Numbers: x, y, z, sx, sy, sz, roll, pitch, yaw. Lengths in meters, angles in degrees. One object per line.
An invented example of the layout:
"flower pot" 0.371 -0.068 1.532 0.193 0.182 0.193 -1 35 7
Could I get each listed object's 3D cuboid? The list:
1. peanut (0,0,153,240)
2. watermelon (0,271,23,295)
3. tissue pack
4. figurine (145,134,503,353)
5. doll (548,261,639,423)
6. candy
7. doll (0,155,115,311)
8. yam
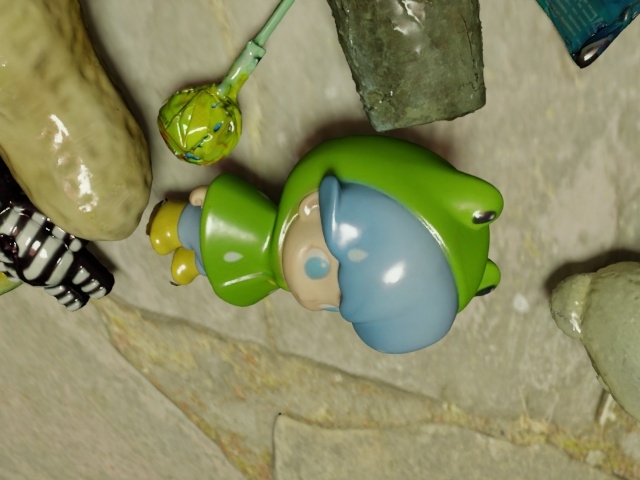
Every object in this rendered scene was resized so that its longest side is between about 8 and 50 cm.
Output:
"peanut" -0.191 -0.101 0.383 0.110 0.120 0.237 -34 113 -27
"watermelon" -0.340 -0.004 0.457 0.091 0.075 0.182 -29 114 9
"tissue pack" 0.174 -0.195 0.392 0.138 0.028 0.085 37 111 -22
"figurine" 0.000 0.000 0.434 0.263 0.143 0.162 2 136 17
"doll" 0.349 0.039 0.481 0.278 0.175 0.149 -40 150 9
"candy" -0.049 -0.137 0.412 0.194 0.058 0.062 -52 148 14
"doll" -0.253 -0.029 0.451 0.091 0.067 0.219 -24 122 23
"yam" 0.055 -0.152 0.369 0.107 0.107 0.183 -16 121 8
